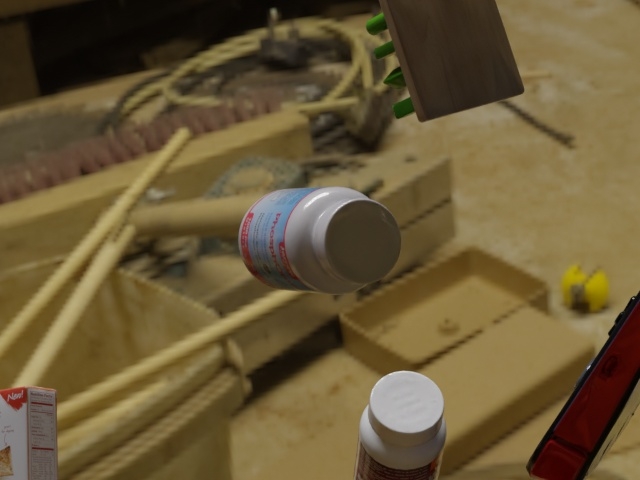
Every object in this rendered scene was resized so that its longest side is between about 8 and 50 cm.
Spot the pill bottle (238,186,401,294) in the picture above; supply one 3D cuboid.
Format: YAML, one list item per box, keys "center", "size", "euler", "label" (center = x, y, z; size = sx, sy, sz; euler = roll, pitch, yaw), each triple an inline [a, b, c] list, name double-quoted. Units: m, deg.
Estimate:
- center: [0.000, 0.000, 1.159]
  size: [0.087, 0.087, 0.160]
  euler: [-22, 9, -22]
  label: "pill bottle"

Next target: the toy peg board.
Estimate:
- center: [0.140, -0.227, 1.722]
  size: [0.160, 0.161, 0.079]
  euler: [-18, 0, -34]
  label: "toy peg board"

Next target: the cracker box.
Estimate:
- center: [-0.433, 0.320, 1.935]
  size: [0.155, 0.232, 0.067]
  euler: [-12, -16, 29]
  label: "cracker box"

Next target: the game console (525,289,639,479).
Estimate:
- center: [0.345, 0.084, 1.504]
  size: [0.060, 0.342, 0.386]
  euler: [29, 14, 15]
  label: "game console"

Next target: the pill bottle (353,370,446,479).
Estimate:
- center: [0.111, 0.284, 1.993]
  size: [0.121, 0.221, 0.121]
  euler: [2, 51, -2]
  label: "pill bottle"
